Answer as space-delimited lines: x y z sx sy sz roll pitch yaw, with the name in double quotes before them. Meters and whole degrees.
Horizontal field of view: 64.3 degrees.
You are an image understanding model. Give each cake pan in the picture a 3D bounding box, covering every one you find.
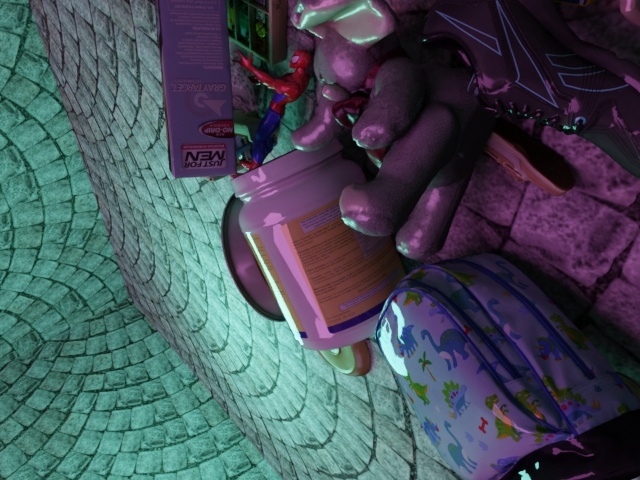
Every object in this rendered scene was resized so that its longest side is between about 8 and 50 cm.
"cake pan" -0.090 0.020 1.062 0.054 0.293 0.293 -19 102 27

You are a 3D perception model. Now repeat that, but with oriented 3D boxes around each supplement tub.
"supplement tub" 0.000 0.000 0.918 0.241 0.241 0.332 -7 111 57

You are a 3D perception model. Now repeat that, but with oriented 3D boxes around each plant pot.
"plant pot" 0.032 0.251 1.293 0.236 0.032 0.236 34 141 34

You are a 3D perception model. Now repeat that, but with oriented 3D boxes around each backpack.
"backpack" 0.241 0.182 0.726 0.290 0.273 0.356 102 160 -52

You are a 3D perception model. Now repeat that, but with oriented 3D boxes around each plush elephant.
"plush elephant" 0.073 -0.171 0.639 0.255 0.271 0.330 30 101 26

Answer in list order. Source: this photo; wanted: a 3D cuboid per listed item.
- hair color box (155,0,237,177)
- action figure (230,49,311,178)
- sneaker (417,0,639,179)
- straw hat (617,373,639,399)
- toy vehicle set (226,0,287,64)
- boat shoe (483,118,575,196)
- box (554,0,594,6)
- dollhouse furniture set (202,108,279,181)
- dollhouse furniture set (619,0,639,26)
"hair color box" -0.228 -0.308 0.912 0.185 0.113 0.375 -148 54 -69
"action figure" -0.119 -0.248 0.944 0.139 0.091 0.280 34 125 -7
"sneaker" 0.206 -0.145 0.475 0.267 0.106 0.101 49 -170 10
"straw hat" 0.406 0.260 0.737 0.144 0.061 0.145 34 141 33
"toy vehicle set" -0.123 -0.467 0.887 0.166 0.035 0.267 39 144 30
"boat shoe" 0.261 -0.100 0.649 0.135 0.050 0.045 53 154 28
"box" 0.216 -0.292 0.532 0.168 0.059 0.054 32 143 37
"dollhouse furniture set" -0.189 -0.204 1.118 0.183 0.129 0.129 22 134 45
"dollhouse furniture set" 0.320 -0.063 0.362 0.198 0.286 0.304 14 116 50
